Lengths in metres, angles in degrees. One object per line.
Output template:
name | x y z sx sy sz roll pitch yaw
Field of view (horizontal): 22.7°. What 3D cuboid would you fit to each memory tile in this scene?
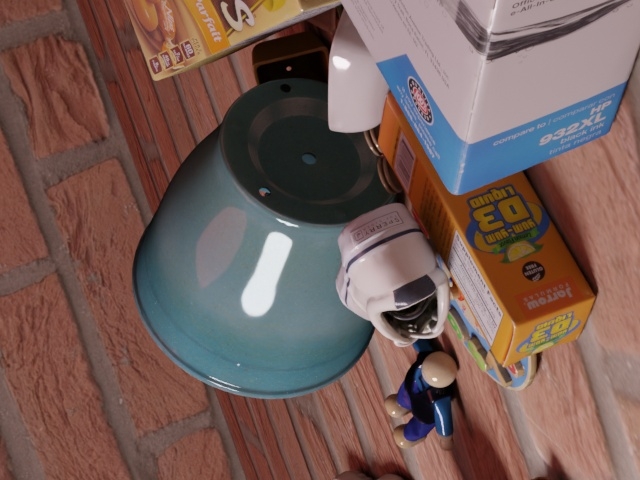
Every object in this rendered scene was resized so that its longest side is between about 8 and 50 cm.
memory tile | 0.055 -0.115 1.442 0.113 0.012 0.148 -27 -82 -68

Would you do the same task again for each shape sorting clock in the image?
shape sorting clock | 0.135 0.042 1.436 0.206 0.040 0.206 159 90 -78

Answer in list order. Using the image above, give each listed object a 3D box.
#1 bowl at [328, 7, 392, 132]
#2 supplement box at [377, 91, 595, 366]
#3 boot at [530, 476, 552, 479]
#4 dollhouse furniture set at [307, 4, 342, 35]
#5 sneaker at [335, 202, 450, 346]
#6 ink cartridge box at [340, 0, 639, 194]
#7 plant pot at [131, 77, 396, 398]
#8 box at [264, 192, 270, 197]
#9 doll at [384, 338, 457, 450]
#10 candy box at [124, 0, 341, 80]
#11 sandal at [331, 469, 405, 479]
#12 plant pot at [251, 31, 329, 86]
bowl | 0.050 -0.167 1.319 0.142 0.053 0.142 93 -165 -61
supplement box | 0.130 -0.021 1.272 0.080 0.078 0.233 100 147 -61
boot | 0.224 0.323 1.451 0.197 0.073 0.152 58 160 32
dollhouse furniture set | -0.013 -0.268 1.604 0.152 0.058 0.076 33 138 38
sneaker | 0.064 0.048 1.353 0.258 0.094 0.091 53 -167 -74
ink cartridge box | 0.100 -0.208 0.966 0.307 0.129 0.223 94 153 -62
plant pot | -0.038 -0.017 1.617 0.271 0.272 0.255 63 152 25
box | 0.000 0.000 1.918 0.220 0.051 0.175 149 100 -77
doll | 0.115 0.167 1.710 0.189 0.046 0.129 110 147 -62
candy box | -0.096 -0.283 1.568 0.316 0.087 0.183 -13 99 59
sandal | 0.068 0.409 2.174 0.416 0.102 0.169 153 96 -77
plant pot | -0.032 -0.181 1.704 0.083 0.081 0.081 -108 4 -56
